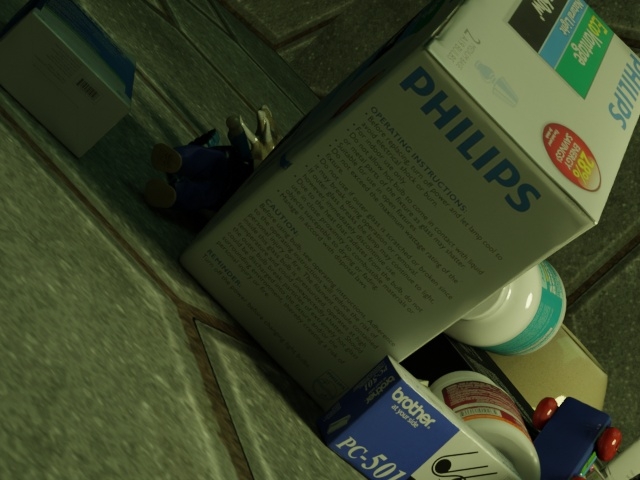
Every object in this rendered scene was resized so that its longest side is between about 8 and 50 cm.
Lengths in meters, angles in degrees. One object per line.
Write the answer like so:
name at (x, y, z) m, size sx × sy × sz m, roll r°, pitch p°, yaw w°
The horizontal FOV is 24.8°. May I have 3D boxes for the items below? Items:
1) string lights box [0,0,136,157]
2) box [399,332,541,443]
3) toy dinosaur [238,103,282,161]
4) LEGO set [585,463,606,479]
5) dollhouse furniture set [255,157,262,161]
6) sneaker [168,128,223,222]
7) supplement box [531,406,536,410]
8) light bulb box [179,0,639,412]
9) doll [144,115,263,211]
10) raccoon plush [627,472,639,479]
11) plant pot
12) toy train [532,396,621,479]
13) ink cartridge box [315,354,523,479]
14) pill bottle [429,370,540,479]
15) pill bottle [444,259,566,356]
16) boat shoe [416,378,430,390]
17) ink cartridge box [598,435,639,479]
string lights box at (-0.263, -0.185, 1.505) m, size 0.133 × 0.077 × 0.259 m, roll 45°, pitch 8°, yaw -16°
box at (0.181, 0.196, 1.883) m, size 0.184 × 0.103 × 0.261 m, roll 30°, pitch 18°, yaw -53°
toy dinosaur at (-0.018, -0.049, 2.120) m, size 0.313 × 0.121 × 0.160 m, roll 52°, pitch 20°, yaw 2°
LEGO set at (0.385, 0.398, 1.946) m, size 0.287 × 0.107 × 0.132 m, roll 49°, pitch 8°, yaw 14°
dollhouse furniture set at (0.000, 0.000, 1.767) m, size 0.262 × 0.135 × 0.259 m, roll 37°, pitch 13°, yaw -51°
sneaker at (-0.131, -0.065, 1.693) m, size 0.083 × 0.071 × 0.190 m, roll 51°, pitch 14°, yaw -20°
supplement box at (0.269, 0.260, 1.985) m, size 0.083 × 0.083 × 0.056 m, roll 17°, pitch 69°, yaw -44°
light bulb box at (0.106, -0.076, 1.469) m, size 0.225 × 0.361 × 0.358 m, roll 46°, pitch 34°, yaw -7°
doll at (-0.110, -0.072, 1.570) m, size 0.046 × 0.129 × 0.189 m, roll 16°, pitch 9°, yaw 30°
raccoon plush at (0.360, 0.407, 1.489) m, size 0.299 × 0.216 × 0.446 m, roll 58°, pitch 11°, yaw 19°
plant pot at (0.314, 0.215, 2.177) m, size 0.284 × 0.191 × 0.284 m, roll 45°, pitch 8°, yaw -8°
toy train at (0.255, 0.312, 1.713) m, size 0.105 × 0.248 × 0.143 m, roll 24°, pitch -41°, yaw 24°
ink cartridge box at (0.100, 0.207, 1.408) m, size 0.207 × 0.097 × 0.046 m, roll 42°, pitch 9°, yaw -30°
pill bottle at (0.169, 0.223, 1.610) m, size 0.121 × 0.121 × 0.221 m, roll 46°, pitch 8°, yaw -8°
pill bottle at (0.218, 0.066, 1.838) m, size 0.146 × 0.146 × 0.264 m, roll 50°, pitch 9°, yaw 19°
boat shoe at (0.080, 0.188, 1.561) m, size 0.233 × 0.084 × 0.079 m, roll -7°, pitch 92°, yaw -89°
ink cartridge box at (0.440, 0.375, 2.043) m, size 0.139 × 0.191 × 0.082 m, roll 49°, pitch 8°, yaw 14°
